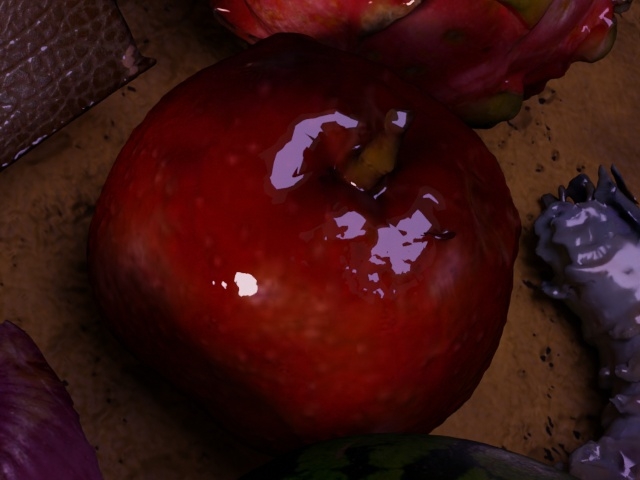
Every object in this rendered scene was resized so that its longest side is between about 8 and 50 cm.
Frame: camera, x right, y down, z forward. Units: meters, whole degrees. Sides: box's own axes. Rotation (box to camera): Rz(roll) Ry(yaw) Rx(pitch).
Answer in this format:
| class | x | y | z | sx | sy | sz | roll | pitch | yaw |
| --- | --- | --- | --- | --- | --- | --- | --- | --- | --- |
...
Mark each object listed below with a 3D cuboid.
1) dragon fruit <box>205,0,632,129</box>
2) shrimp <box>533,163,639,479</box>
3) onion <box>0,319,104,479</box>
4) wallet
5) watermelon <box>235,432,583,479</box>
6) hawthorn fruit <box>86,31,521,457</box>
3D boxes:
| class | x | y | z | sx | sy | sz | roll | pitch | yaw |
| --- | --- | --- | --- | --- | --- | --- | --- | --- | --- |
| dragon fruit | 0.048 | -0.196 | 0.811 | 0.303 | 0.231 | 0.237 | 24 | 54 | -16 |
| shrimp | 0.170 | 0.106 | 0.867 | 0.185 | 0.068 | 0.287 | 39 | 65 | -6 |
| onion | -0.200 | 0.112 | 0.554 | 0.201 | 0.200 | 0.207 | -4 | 69 | -32 |
| wallet | -0.208 | -0.079 | 0.683 | 0.243 | 0.039 | 0.133 | -41 | 118 | -23 |
| watermelon | 0.046 | 0.228 | 0.596 | 0.285 | 0.285 | 0.285 | 12 | 64 | -26 |
| hawthorn fruit | 0.000 | 0.000 | 0.686 | 0.210 | 0.266 | 0.230 | -38 | 88 | -18 |
